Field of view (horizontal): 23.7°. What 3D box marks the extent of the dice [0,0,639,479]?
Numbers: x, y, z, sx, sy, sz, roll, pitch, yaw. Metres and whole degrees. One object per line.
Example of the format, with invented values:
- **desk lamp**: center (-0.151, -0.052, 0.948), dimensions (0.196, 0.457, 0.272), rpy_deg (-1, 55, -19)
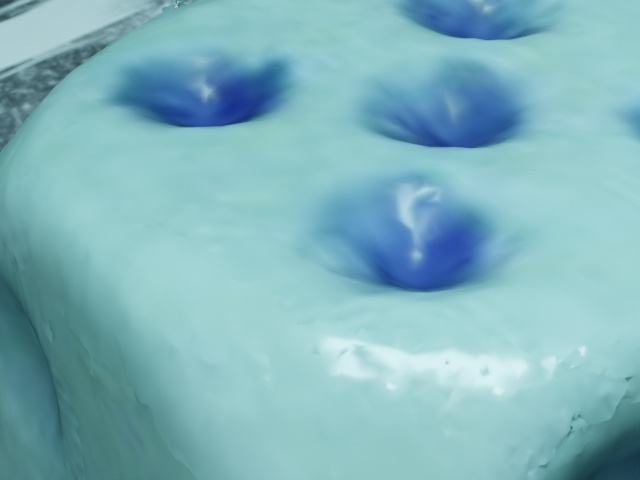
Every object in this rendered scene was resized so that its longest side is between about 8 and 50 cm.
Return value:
- **dice**: center (0.045, 0.071, 0.524), dimensions (0.265, 0.268, 0.262), rpy_deg (-18, 36, -28)
